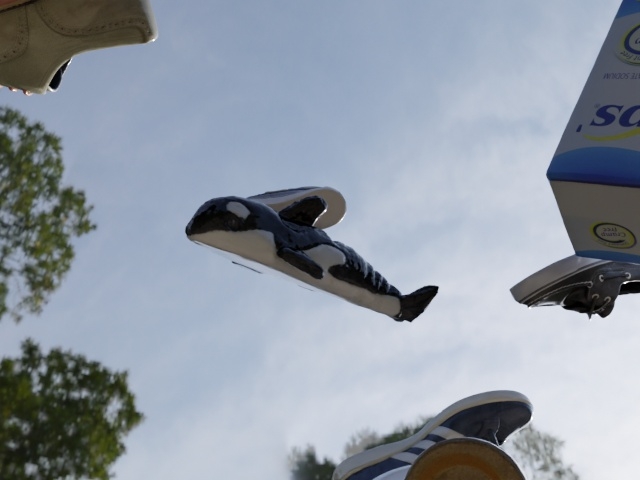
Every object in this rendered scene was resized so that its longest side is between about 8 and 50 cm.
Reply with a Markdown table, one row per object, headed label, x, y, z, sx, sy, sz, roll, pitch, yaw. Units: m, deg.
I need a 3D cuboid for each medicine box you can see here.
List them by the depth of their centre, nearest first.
| label | x | y | z | sx | sy | sz | roll | pitch | yaw |
| --- | --- | --- | --- | --- | --- | --- | --- | --- | --- |
| medicine box | 0.418 | -0.117 | 0.948 | 0.263 | 0.289 | 0.149 | 8 | -33 | 37 |

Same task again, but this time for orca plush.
| label | x | y | z | sx | sy | sz | roll | pitch | yaw |
| --- | --- | --- | --- | --- | --- | --- | --- | --- | --- |
| orca plush | 0.000 | 0.000 | 1.006 | 0.287 | 0.151 | 0.102 | 20 | -99 | -8 |

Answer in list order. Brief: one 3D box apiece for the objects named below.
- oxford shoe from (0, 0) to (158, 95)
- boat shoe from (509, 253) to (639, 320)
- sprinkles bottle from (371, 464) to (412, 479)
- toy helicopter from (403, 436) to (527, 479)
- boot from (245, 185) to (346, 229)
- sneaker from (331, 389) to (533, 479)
| label | x | y | z | sx | sy | sz | roll | pitch | yaw |
| --- | --- | --- | --- | --- | --- | --- | --- | --- | --- |
| oxford shoe | -0.369 | -0.210 | 1.011 | 0.397 | 0.140 | 0.146 | -16 | -59 | 18 |
| boat shoe | 0.327 | 0.055 | 1.083 | 0.228 | 0.076 | 0.080 | -11 | -21 | -34 |
| sprinkles bottle | 0.151 | 0.468 | 1.149 | 0.121 | 0.121 | 0.355 | -14 | -85 | 9 |
| toy helicopter | 0.214 | 0.216 | 0.538 | 0.355 | 0.140 | 0.235 | 30 | -88 | 18 |
| boot | -0.066 | -0.027 | 1.143 | 0.190 | 0.086 | 0.069 | -10 | -81 | -11 |
| sneaker | 0.197 | 0.368 | 1.442 | 0.350 | 0.148 | 0.131 | -29 | -48 | 2 |
